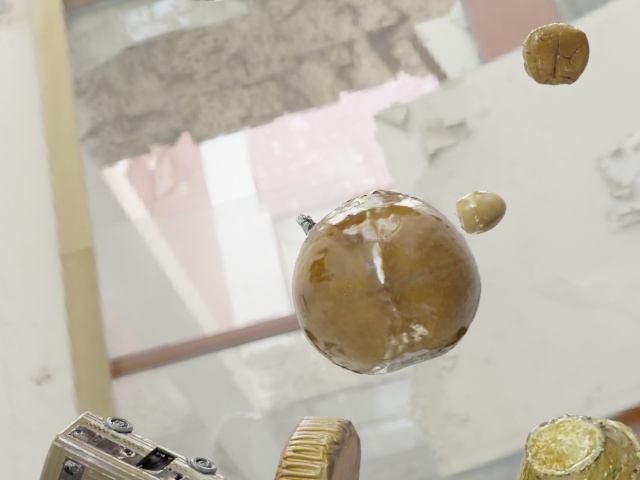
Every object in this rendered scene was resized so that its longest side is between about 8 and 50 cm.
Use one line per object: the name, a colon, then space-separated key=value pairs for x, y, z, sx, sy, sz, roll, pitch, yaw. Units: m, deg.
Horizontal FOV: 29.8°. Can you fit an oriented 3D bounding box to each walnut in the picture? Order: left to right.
walnut: x=0.063 y=0.042 z=1.293 sx=0.298 sy=0.203 sz=0.203 roll=-154 pitch=48 yaw=-80

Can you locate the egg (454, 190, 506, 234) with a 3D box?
egg: x=0.298 y=-0.054 z=2.230 sx=0.080 sy=0.096 sz=0.080 roll=-17 pitch=-90 yaw=-84

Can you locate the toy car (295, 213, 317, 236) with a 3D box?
toy car: x=0.000 y=0.000 z=1.672 sx=0.093 sy=0.025 sz=0.041 roll=49 pitch=-179 yaw=-18

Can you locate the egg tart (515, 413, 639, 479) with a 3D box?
egg tart: x=0.331 y=0.290 z=1.574 sx=0.191 sy=0.191 sz=0.074 roll=-99 pitch=-17 yaw=-62

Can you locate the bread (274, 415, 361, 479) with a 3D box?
bread: x=-0.009 y=0.371 z=1.872 sx=0.199 sy=0.104 sz=0.199 roll=5 pitch=-90 yaw=-74

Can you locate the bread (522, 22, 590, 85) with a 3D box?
bread: x=0.284 y=-0.226 z=1.463 sx=0.081 sy=0.083 sz=0.046 roll=-63 pitch=16 yaw=5

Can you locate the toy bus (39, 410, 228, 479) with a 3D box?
toy bus: x=-0.304 y=0.402 z=1.963 sx=0.139 sy=0.289 sz=0.157 roll=-69 pitch=-12 yaw=15
